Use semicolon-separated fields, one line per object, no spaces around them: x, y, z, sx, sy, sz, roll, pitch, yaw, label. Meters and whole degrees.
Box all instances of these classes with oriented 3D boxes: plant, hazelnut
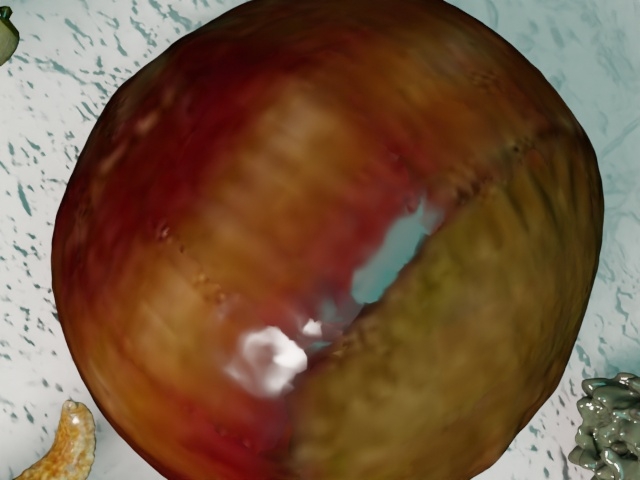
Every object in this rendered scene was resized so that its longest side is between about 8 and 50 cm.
0.311;0.187;1.127;0.194;0.132;0.129;8;75;-25;plant
0.000;0.000;0.928;0.421;0.353;0.421;-1;80;6;hazelnut

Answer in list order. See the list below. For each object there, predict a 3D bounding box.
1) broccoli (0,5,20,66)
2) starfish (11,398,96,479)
-0.352;-0.160;0.837;0.283;0.321;0.304;24;98;24;broccoli
-0.266;0.264;0.861;0.375;0.094;0.327;-6;93;4;starfish
